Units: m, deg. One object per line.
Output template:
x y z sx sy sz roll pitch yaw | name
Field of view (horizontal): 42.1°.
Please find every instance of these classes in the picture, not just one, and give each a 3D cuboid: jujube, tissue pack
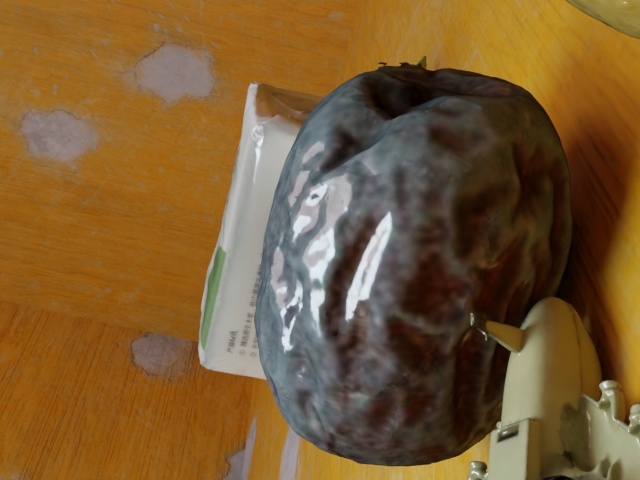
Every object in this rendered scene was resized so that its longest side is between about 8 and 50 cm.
0.073 0.029 0.650 0.246 0.215 0.307 -28 -51 -49 | jujube
0.000 0.000 1.085 0.194 0.266 0.356 -102 25 -60 | tissue pack

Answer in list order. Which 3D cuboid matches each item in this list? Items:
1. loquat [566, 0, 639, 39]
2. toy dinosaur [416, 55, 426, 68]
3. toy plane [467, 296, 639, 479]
0.170 -0.191 0.298 0.244 0.244 0.243 -167 90 -83 | loquat
0.106 -0.157 1.280 0.153 0.094 0.259 -148 79 -82 | toy dinosaur
0.137 0.145 0.502 0.242 0.104 0.256 -42 39 51 | toy plane
